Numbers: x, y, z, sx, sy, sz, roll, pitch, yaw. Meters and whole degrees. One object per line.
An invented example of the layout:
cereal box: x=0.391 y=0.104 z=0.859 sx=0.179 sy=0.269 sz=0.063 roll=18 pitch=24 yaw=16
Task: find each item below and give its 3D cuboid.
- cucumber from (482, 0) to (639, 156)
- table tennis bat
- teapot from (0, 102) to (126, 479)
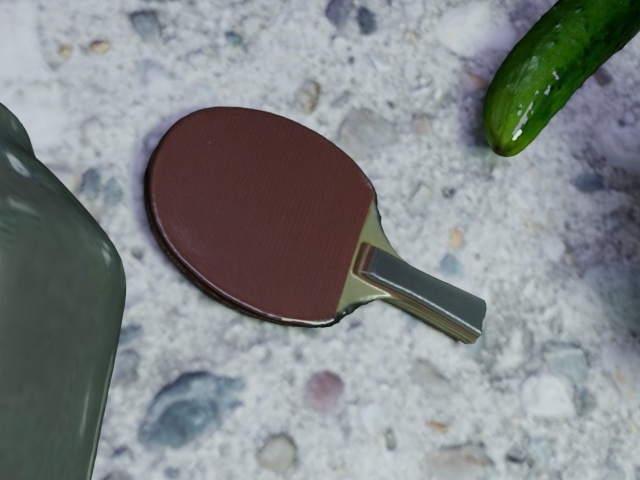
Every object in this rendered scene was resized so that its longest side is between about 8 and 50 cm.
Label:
cucumber: x=0.175 y=-0.138 z=1.004 sx=0.056 sy=0.056 sz=0.250 roll=47 pitch=56 yaw=-2
table tennis bat: x=0.000 y=0.000 z=0.866 sx=0.220 sy=0.019 sz=0.130 roll=27 pitch=57 yaw=-13
teapot: x=-0.224 y=0.135 z=0.500 sx=0.376 sy=0.305 sz=0.362 roll=19 pitch=60 yaw=-64
